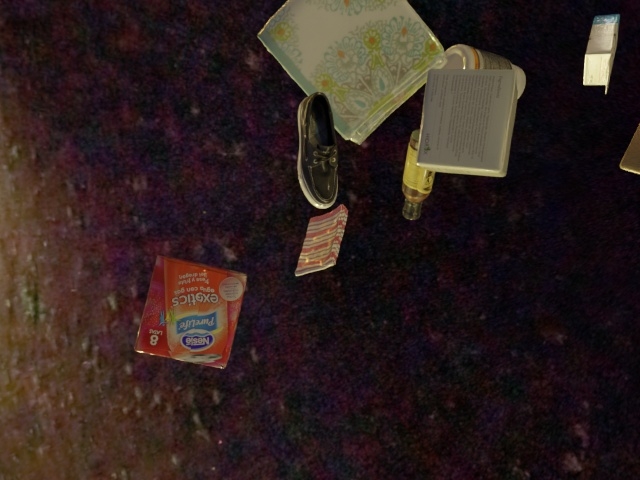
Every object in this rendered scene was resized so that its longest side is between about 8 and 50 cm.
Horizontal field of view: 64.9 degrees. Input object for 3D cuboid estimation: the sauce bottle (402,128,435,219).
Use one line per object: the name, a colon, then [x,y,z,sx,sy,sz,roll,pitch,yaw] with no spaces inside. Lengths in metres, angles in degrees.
sauce bottle: [0.349,-0.225,1.791,0.111,0.111,0.344,38,145,31]

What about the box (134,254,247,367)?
box: [-0.187,0.101,0.763,0.257,0.122,0.128,157,126,-79]

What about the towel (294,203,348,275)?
towel: [0.000,0.000,1.369,0.144,0.029,0.197,-22,42,41]

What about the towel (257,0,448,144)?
towel: [0.078,-0.468,1.225,0.320,0.090,0.374,-40,98,14]

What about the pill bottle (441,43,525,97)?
pill bottle: [0.525,-0.530,1.644,0.162,0.278,0.162,-7,82,59]

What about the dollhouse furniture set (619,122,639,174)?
dollhouse furniture set: [0.497,-0.123,0.601,0.151,0.301,0.198,35,112,46]

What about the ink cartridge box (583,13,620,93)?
ink cartridge box: [0.715,-0.474,1.288,0.060,0.104,0.180,10,63,30]

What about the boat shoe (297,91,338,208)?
boat shoe: [0.002,-0.180,0.989,0.076,0.080,0.229,162,106,-71]

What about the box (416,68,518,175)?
box: [0.160,-0.122,0.540,0.087,0.101,0.102,10,97,22]
